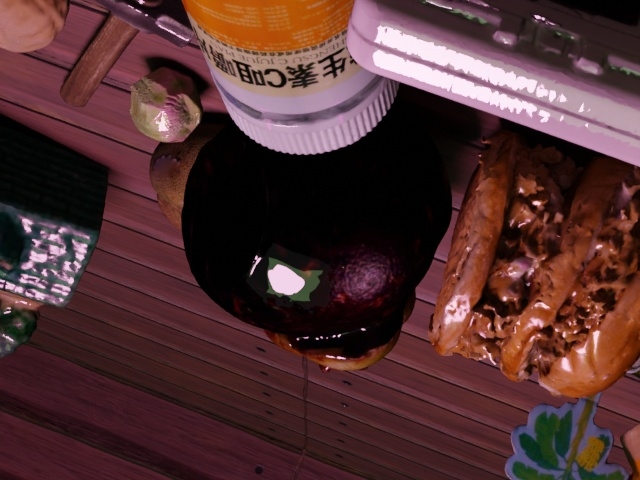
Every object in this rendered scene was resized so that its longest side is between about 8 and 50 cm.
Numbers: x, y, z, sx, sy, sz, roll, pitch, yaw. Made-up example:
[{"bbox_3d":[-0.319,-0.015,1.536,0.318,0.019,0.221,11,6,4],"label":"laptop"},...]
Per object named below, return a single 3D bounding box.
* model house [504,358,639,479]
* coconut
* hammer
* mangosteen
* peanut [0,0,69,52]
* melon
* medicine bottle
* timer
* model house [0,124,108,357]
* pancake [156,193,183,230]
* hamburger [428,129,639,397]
[{"bbox_3d":[0.401,0.258,1.415,0.357,0.313,0.242,23,158,3],"label":"model house"},{"bbox_3d":[-0.162,-0.142,1.331,0.081,0.083,0.082,17,-160,18],"label":"coconut"},{"bbox_3d":[-0.223,-0.199,1.317,0.111,0.043,0.365,27,162,-16],"label":"hammer"},{"bbox_3d":[-0.003,-0.002,1.196,0.233,0.288,0.287,0,178,-39],"label":"mangosteen"},{"bbox_3d":[-0.317,-0.274,1.124,0.125,0.111,0.274,30,162,28],"label":"peanut"},{"bbox_3d":[-0.128,-0.083,1.415,0.162,0.099,0.099,-3,148,48],"label":"melon"},{"bbox_3d":[-0.028,-0.202,0.909,0.158,0.158,0.318,17,159,15],"label":"medicine bottle"},{"bbox_3d":[0.158,-0.149,0.826,0.253,0.178,0.078,20,136,6],"label":"timer"},{"bbox_3d":[-0.502,-0.030,1.644,0.382,0.335,0.342,19,165,-21],"label":"model house"},{"bbox_3d":[-0.137,-0.021,1.702,0.199,0.021,0.199,22,161,8],"label":"pancake"},{"bbox_3d":[0.212,0.019,1.121,0.211,0.245,0.260,23,140,5],"label":"hamburger"}]
